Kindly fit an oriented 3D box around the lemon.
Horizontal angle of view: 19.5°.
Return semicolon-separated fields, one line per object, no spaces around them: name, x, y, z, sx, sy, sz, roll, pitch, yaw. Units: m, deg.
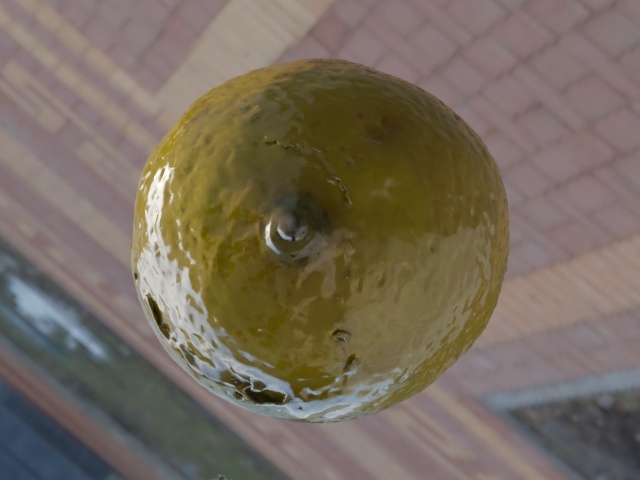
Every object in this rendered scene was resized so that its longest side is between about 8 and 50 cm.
lemon;0.006;0.000;1.177;0.228;0.228;0.253;30;-161;37

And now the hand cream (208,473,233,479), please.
hand cream;-0.098;0.141;0.555;0.050;0.205;0.078;44;-162;-35
